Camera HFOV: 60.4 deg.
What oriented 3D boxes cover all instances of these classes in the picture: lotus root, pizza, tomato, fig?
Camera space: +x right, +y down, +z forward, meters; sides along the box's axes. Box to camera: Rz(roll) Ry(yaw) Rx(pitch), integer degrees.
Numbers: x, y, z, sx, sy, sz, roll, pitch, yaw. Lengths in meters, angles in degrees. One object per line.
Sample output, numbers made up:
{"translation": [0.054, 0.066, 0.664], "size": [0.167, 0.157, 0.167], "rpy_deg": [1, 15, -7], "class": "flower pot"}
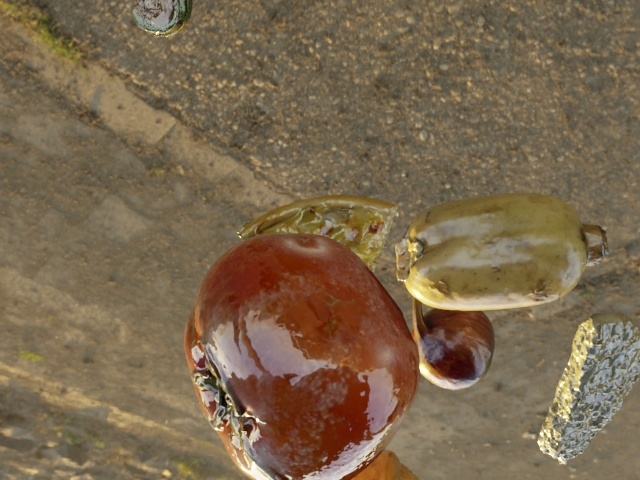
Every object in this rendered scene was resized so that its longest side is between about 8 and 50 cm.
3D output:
{"translation": [0.247, 0.015, 0.762], "size": [0.284, 0.160, 0.146], "rpy_deg": [-4, 178, 6], "class": "lotus root"}
{"translation": [-0.007, 0.025, 1.037], "size": [0.323, 0.223, 0.089], "rpy_deg": [-8, 169, 17], "class": "pizza"}
{"translation": [-0.016, 0.109, 0.511], "size": [0.188, 0.232, 0.232], "rpy_deg": [-19, 147, -29], "class": "tomato"}
{"translation": [0.239, 0.197, 1.092], "size": [0.207, 0.175, 0.175], "rpy_deg": [26, 133, -28], "class": "fig"}

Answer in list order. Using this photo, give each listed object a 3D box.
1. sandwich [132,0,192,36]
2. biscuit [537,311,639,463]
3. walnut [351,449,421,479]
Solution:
{"translation": [-0.211, -0.305, 0.727], "size": [0.101, 0.026, 0.069], "rpy_deg": [15, 123, 26], "class": "sandwich"}
{"translation": [0.369, 0.190, 0.730], "size": [0.141, 0.038, 0.290], "rpy_deg": [-17, 127, -20], "class": "biscuit"}
{"translation": [0.060, 0.328, 0.647], "size": [0.159, 0.159, 0.206], "rpy_deg": [-1, 161, 5], "class": "walnut"}
